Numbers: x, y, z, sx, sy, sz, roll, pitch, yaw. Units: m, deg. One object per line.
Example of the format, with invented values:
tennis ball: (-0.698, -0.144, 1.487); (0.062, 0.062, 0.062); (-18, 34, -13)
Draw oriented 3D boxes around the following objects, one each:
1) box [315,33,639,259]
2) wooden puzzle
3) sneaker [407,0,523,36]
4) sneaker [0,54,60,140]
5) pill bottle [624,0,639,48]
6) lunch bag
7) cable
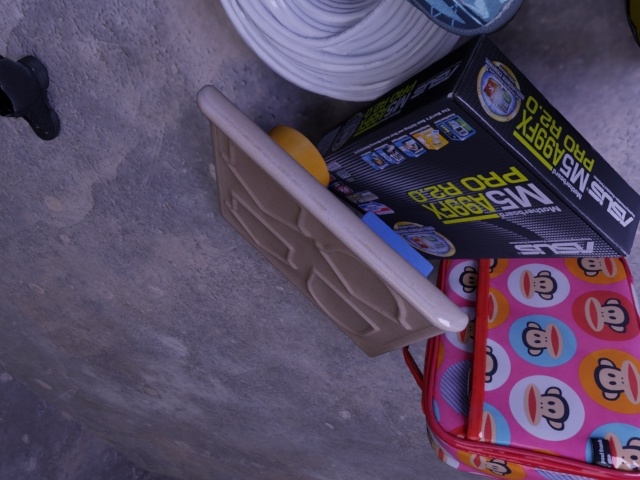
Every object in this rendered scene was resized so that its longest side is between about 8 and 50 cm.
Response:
box: (0.127, -0.059, 0.446); (0.216, 0.060, 0.270); (35, 164, -20)
wooden puzzle: (0.000, 0.000, 0.535); (0.322, 0.080, 0.348); (43, 163, 7)
sneaker: (0.041, -0.223, 0.243); (0.104, 0.125, 0.262); (-21, 123, 36)
sneaker: (-0.436, -0.199, 0.623); (0.051, 0.089, 0.170); (24, 137, -1)
pill bottle: (0.293, -0.115, 0.219); (0.187, 0.334, 0.188); (12, 136, 12)
lunch bag: (0.229, 0.127, 0.517); (0.257, 0.293, 0.120); (2, 138, 21)
cable: (0.019, -0.257, 0.376); (0.256, 0.089, 0.257); (12, 136, 10)
